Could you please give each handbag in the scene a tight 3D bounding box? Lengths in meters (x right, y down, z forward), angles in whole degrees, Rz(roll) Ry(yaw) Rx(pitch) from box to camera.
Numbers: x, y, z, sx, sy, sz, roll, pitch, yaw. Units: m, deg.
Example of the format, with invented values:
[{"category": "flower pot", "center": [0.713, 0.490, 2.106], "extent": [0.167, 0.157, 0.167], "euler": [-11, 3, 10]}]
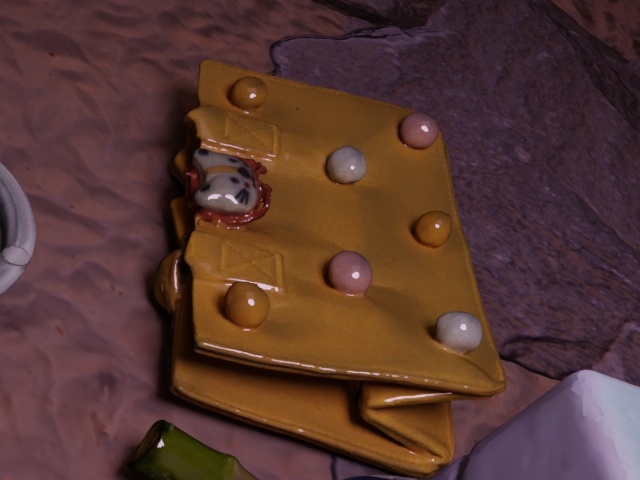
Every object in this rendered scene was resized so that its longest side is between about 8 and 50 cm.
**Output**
[{"category": "handbag", "center": [0.000, 0.000, 0.982], "extent": [0.283, 0.133, 0.401], "euler": [14, 39, -15]}]

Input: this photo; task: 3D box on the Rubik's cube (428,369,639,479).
[{"category": "Rubik's cube", "center": [0.165, 0.300, 0.533], "extent": [0.316, 0.319, 0.322], "euler": [20, 40, -35]}]

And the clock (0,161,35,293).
[{"category": "clock", "center": [-0.331, -0.016, 0.804], "extent": [0.236, 0.053, 0.236], "euler": [21, 35, -16]}]

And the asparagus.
[{"category": "asparagus", "center": [-0.055, 0.187, 0.787], "extent": [0.178, 0.041, 0.045], "euler": [36, 69, -19]}]

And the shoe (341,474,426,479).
[{"category": "shoe", "center": [0.024, 0.230, 0.754], "extent": [0.207, 0.091, 0.106], "euler": [-28, 106, -42]}]
